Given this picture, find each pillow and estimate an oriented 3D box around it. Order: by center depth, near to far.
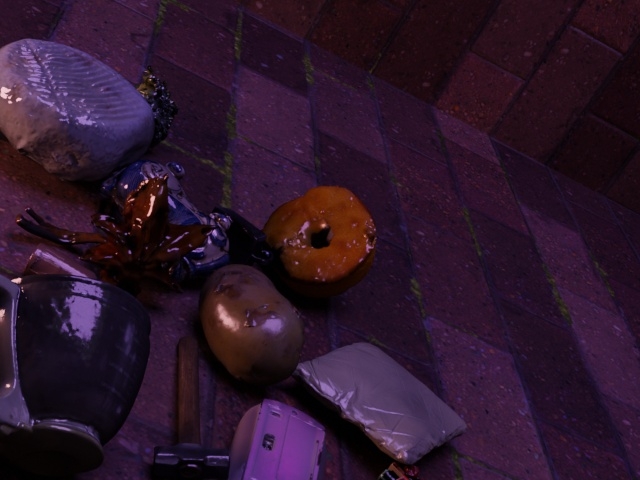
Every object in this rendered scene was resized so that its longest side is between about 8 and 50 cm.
[{"bbox_3d":[0.106,0.293,2.041,0.281,0.076,0.274,36,22,21],"label":"pillow"}]

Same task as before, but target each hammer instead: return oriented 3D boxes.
[{"bbox_3d":[-0.205,0.252,1.776,0.111,0.043,0.365,4,26,-9],"label":"hammer"}]

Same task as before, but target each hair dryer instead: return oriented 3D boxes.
[{"bbox_3d":[-0.443,0.087,1.815,0.117,0.064,0.181,32,32,-6],"label":"hair dryer"}]

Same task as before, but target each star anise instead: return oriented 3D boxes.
[{"bbox_3d":[-0.352,-0.011,1.947,0.347,0.237,0.148,4,17,-6],"label":"star anise"}]

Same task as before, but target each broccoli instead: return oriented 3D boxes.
[{"bbox_3d":[-0.456,-0.317,2.499,0.304,0.145,0.165,34,61,28],"label":"broccoli"}]

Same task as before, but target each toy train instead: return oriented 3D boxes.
[{"bbox_3d":[0.152,0.429,1.880,0.087,0.050,0.138,-8,43,-47],"label":"toy train"}]

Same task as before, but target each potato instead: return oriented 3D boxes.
[{"bbox_3d":[-0.128,0.143,1.971,0.165,0.165,0.262,11,26,-40],"label":"potato"}]

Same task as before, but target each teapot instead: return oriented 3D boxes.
[{"bbox_3d":[-0.355,0.170,1.482,0.240,0.321,0.239,-3,54,0],"label":"teapot"},{"bbox_3d":[-0.162,-0.005,2.278,0.177,0.087,0.096,37,22,21],"label":"teapot"}]

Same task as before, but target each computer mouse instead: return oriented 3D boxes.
[{"bbox_3d":[-0.069,0.362,1.711,0.158,0.072,0.310,27,27,-7],"label":"computer mouse"}]

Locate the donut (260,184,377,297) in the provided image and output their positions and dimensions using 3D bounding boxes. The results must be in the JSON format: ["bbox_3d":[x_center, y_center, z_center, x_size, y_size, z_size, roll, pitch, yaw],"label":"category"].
[{"bbox_3d":[0.002,0.001,2.312,0.253,0.253,0.118,49,-12,33],"label":"donut"}]

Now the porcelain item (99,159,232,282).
[{"bbox_3d":[-0.303,-0.029,2.131,0.288,0.138,0.186,46,44,18],"label":"porcelain item"}]

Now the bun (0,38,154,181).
[{"bbox_3d":[-0.505,-0.244,2.191,0.354,0.194,0.354,26,26,-14],"label":"bun"}]

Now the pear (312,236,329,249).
[{"bbox_3d":[0.013,0.015,2.442,0.141,0.104,0.141,29,20,-12],"label":"pear"}]
